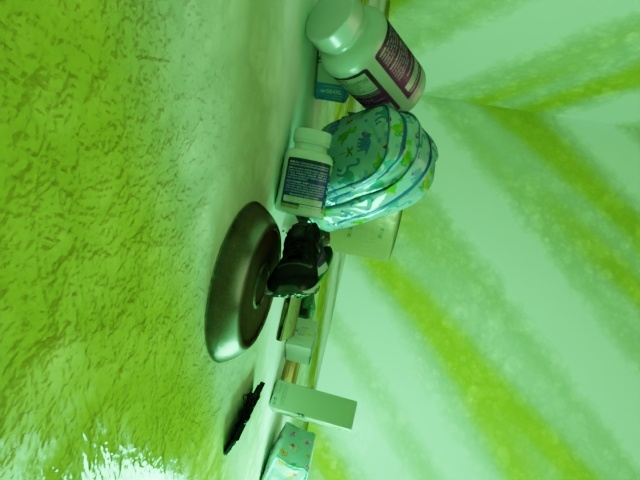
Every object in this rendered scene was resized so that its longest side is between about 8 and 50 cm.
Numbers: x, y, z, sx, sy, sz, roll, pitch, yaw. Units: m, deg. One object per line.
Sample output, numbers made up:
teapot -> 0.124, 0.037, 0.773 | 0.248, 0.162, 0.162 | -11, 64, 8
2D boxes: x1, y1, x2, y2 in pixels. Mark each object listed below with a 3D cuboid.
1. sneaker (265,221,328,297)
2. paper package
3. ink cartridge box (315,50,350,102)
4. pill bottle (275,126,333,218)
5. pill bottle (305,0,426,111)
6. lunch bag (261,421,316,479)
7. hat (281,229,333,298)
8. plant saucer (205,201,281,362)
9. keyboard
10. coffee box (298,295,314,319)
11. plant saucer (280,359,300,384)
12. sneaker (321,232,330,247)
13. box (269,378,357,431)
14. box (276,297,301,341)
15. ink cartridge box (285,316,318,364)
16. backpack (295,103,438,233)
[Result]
sneaker -> -0.051, 0.029, 0.878 | 0.283, 0.107, 0.124 | -58, 144, -78
paper package -> 0.180, -0.094, 1.819 | 0.168, 0.309, 0.325 | -71, 168, -45
ink cartridge box -> 0.048, -0.485, 1.139 | 0.148, 0.085, 0.203 | -66, 165, -57
pill bottle -> -0.032, -0.149, 0.962 | 0.112, 0.111, 0.187 | -24, 126, -80
pill bottle -> 0.106, -0.421, 0.994 | 0.301, 0.169, 0.170 | 26, 73, -48
lunch bag -> -0.128, 0.845, 1.563 | 0.223, 0.160, 0.263 | -53, 164, -79
hat -> -0.081, 0.039, 1.228 | 0.208, 0.183, 0.173 | -46, -159, 29
plant saucer -> -0.132, 0.083, 0.828 | 0.310, 0.050, 0.311 | 13, 90, -82
keyboard -> -0.183, 0.403, 1.026 | 0.100, 0.038, 0.192 | -57, -177, 26
coffee box -> -0.051, 0.277, 1.683 | 0.184, 0.040, 0.113 | 88, 15, -58
plant saucer -> -0.108, 0.492, 1.607 | 0.200, 0.037, 0.200 | 11, 90, -83
sneaker -> 0.000, 0.000, 1.599 | 0.065, 0.061, 0.158 | 83, 19, -48
box -> -0.023, 0.547, 1.423 | 0.113, 0.274, 0.094 | 87, 18, -60
box -> -0.095, 0.231, 1.387 | 0.201, 0.021, 0.165 | 43, 58, -80
ink cartridge box -> -0.063, 0.346, 1.526 | 0.143, 0.089, 0.092 | -70, 169, -51
backpack -> 0.109, -0.181, 1.074 | 0.273, 0.355, 0.290 | 48, 49, -52
